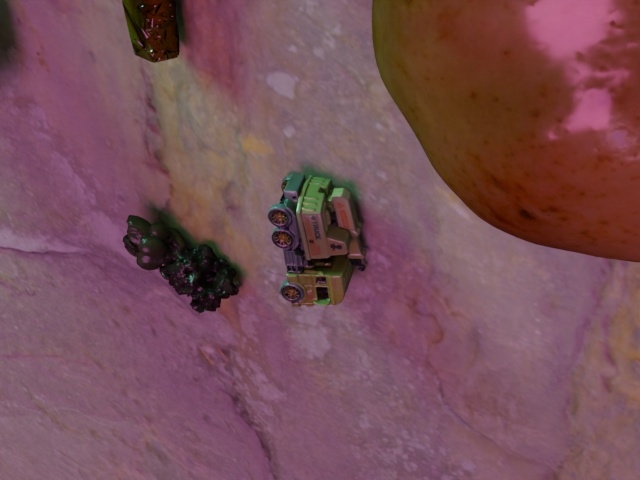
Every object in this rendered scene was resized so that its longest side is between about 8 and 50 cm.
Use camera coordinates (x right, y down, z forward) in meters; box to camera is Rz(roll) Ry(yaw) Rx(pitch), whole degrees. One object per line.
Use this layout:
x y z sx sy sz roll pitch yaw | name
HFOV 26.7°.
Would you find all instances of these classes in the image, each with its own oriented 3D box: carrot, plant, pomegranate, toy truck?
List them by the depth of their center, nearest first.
0.239 -0.181 1.032 0.412 0.411 0.411 20 136 20 | pomegranate
-0.190 -0.296 1.473 0.069 0.069 0.228 19 137 20 | carrot
0.000 0.000 1.604 0.100 0.077 0.168 3 127 16 | toy truck
-0.185 0.028 1.763 0.174 0.087 0.085 34 110 -3 | plant
